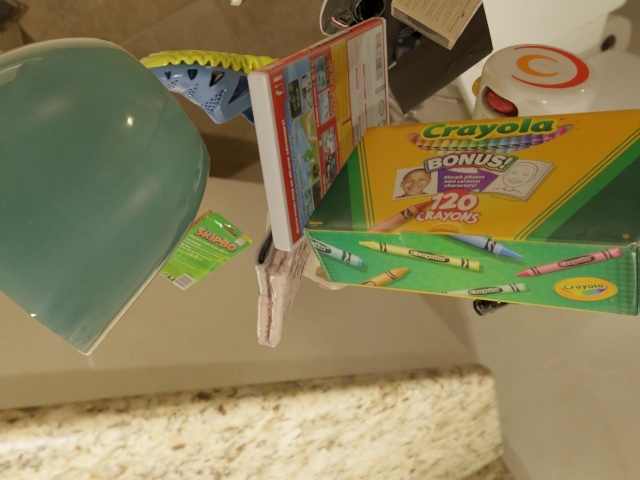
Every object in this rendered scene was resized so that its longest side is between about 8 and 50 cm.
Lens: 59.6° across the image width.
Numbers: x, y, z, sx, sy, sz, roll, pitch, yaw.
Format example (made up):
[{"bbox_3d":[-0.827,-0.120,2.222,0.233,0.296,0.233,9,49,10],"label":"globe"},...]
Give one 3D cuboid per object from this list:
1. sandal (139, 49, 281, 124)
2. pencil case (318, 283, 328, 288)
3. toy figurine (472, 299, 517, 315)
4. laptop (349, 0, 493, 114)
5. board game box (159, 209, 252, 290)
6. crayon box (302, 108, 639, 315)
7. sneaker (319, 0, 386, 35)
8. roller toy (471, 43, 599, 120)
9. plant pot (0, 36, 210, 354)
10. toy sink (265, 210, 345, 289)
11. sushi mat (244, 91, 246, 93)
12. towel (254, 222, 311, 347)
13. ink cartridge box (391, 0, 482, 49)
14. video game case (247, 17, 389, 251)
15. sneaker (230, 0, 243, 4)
[{"bbox_3d":[-0.190,-0.287,1.059,0.317,0.126,0.138,-5,110,-34],"label":"sandal"},{"bbox_3d":[0.034,0.027,1.566,0.095,0.098,0.210,1,104,-2],"label":"pencil case"},{"bbox_3d":[0.306,0.021,1.076,0.213,0.209,0.148,-63,179,-23],"label":"toy figurine"},{"bbox_3d":[0.326,-0.701,1.853,0.381,0.236,0.408,-35,95,10],"label":"laptop"},{"bbox_3d":[-0.290,0.023,1.335,0.259,0.039,0.124,-31,123,30],"label":"board game box"},{"bbox_3d":[0.144,-0.033,0.511,0.165,0.278,0.081,-59,138,-36],"label":"crayon box"},{"bbox_3d":[0.085,-0.652,1.590,0.104,0.147,0.295,13,153,-29],"label":"sneaker"},{"bbox_3d":[0.370,-0.241,0.987,0.209,0.191,0.146,13,137,12],"label":"roller toy"},{"bbox_3d":[-0.260,-0.066,0.584,0.235,0.293,0.293,-47,143,-19],"label":"plant pot"},{"bbox_3d":[0.000,0.000,1.361,0.152,0.234,0.131,-20,126,-46],"label":"toy sink"},{"bbox_3d":[-0.198,-0.463,1.891,0.151,0.316,0.019,-6,123,-22],"label":"sushi mat"},{"bbox_3d":[-0.037,-0.022,0.926,0.053,0.332,0.317,18,152,4],"label":"towel"},{"bbox_3d":[0.322,-0.646,1.433,0.235,0.193,0.088,-56,176,4],"label":"ink cartridge box"},{"bbox_3d":[0.017,-0.142,0.691,0.285,0.025,0.204,-44,137,-47],"label":"video game case"},{"bbox_3d":[-0.144,-0.654,1.348,0.148,0.350,0.131,-8,103,-13],"label":"sneaker"}]
